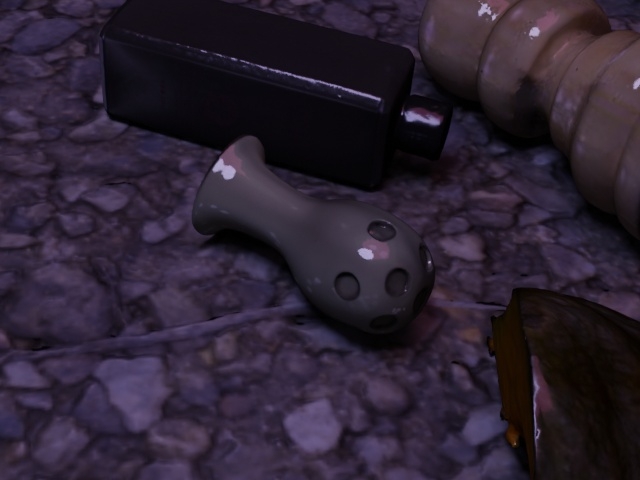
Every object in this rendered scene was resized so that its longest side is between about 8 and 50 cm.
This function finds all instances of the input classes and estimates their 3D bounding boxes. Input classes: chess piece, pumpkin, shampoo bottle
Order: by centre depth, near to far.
[{"bbox_3d":[0.156,0.088,0.533,0.130,0.149,0.254,0,41,5],"label":"pumpkin"},{"bbox_3d":[-0.030,-0.106,0.769,0.246,0.080,0.079,16,44,11],"label":"shampoo bottle"},{"bbox_3d":[0.174,-0.116,0.776,0.142,0.143,0.261,-26,47,-31],"label":"chess piece"}]

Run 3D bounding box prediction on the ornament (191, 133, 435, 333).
[{"bbox_3d":[0.000,0.000,0.664,0.156,0.081,0.075,29,80,27],"label":"ornament"}]
